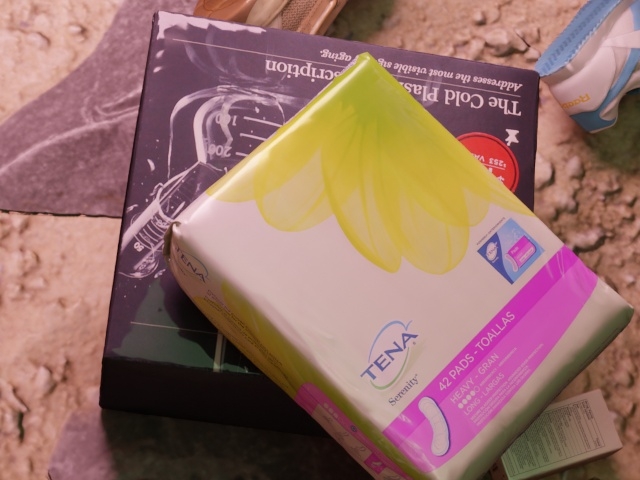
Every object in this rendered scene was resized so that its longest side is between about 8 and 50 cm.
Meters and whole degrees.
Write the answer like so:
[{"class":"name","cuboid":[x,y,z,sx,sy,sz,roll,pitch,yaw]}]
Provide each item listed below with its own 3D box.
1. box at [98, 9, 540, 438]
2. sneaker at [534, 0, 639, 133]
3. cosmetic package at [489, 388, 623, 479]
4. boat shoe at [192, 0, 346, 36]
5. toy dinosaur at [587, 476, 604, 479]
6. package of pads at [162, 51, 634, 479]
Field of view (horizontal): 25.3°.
[{"class":"box","cuboid":[0.000,0.000,1.238,0.343,0.179,0.312,8,70,-7]},{"class":"sneaker","cuboid":[0.305,-0.199,1.426,0.229,0.087,0.092,-45,107,-26]},{"class":"cosmetic package","cuboid":[0.205,0.180,1.281,0.115,0.041,0.060,-13,72,-15]},{"class":"boat shoe","cuboid":[0.011,-0.291,1.395,0.341,0.122,0.110,-52,123,-19]},{"class":"toy dinosaur","cuboid":[0.173,0.272,1.241,0.212,0.064,0.112,-15,55,-25]},{"class":"package of pads","cuboid":[0.052,0.037,1.085,0.296,0.101,0.229,45,68,8]}]
